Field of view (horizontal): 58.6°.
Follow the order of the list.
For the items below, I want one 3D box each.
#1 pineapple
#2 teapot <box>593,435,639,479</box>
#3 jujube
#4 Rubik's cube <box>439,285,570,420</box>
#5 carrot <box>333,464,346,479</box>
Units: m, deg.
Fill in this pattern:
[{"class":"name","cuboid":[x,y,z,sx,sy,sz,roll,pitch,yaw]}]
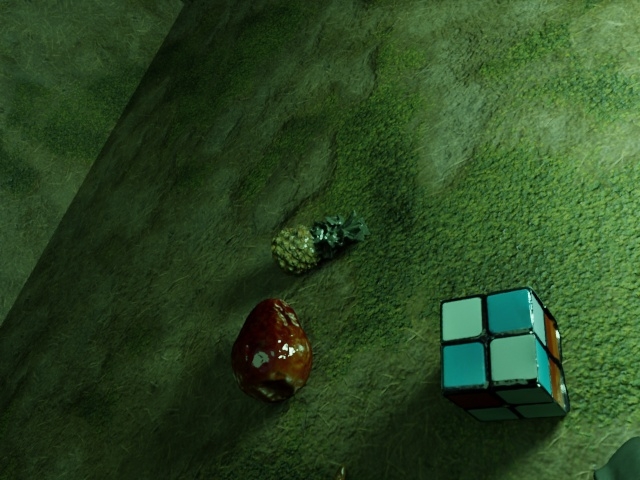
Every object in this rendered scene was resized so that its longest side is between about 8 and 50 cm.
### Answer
[{"class":"pineapple","cuboid":[0.000,0.001,1.451,0.248,0.128,0.128,-23,48,18]},{"class":"teapot","cuboid":[0.545,0.391,0.635,0.362,0.306,0.375,-19,78,19]},{"class":"jujube","cuboid":[-0.113,0.251,1.332,0.190,0.190,0.255,-30,29,19]},{"class":"Rubik's cube","cuboid":[0.320,0.203,0.999,0.167,0.180,0.183,-17,53,31]},{"class":"carrot","cuboid":[0.032,0.520,1.108,0.036,0.036,0.165,-13,51,32]}]
